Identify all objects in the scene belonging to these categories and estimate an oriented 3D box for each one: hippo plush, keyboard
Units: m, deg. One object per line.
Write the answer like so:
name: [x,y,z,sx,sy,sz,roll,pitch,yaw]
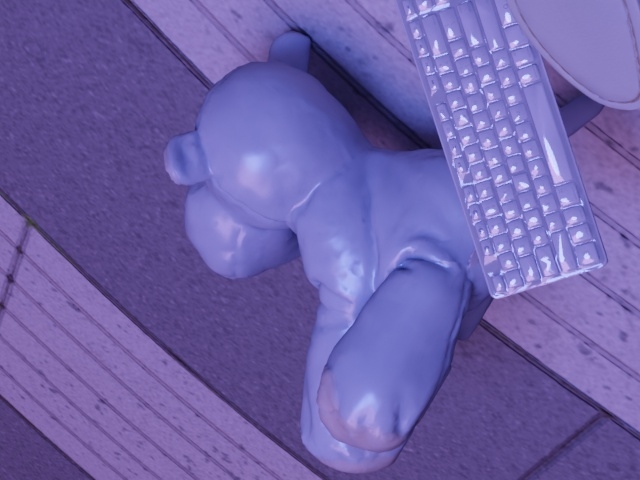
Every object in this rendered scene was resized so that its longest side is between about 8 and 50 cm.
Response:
hippo plush: [0.000,0.000,1.152,0.236,0.234,0.294,31,149,7]
keyboard: [0.094,-0.097,0.997,0.072,0.014,0.256,-18,90,23]

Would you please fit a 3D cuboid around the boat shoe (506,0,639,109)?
boat shoe: [0.129,-0.186,0.929,0.095,0.079,0.254,-3,129,49]
